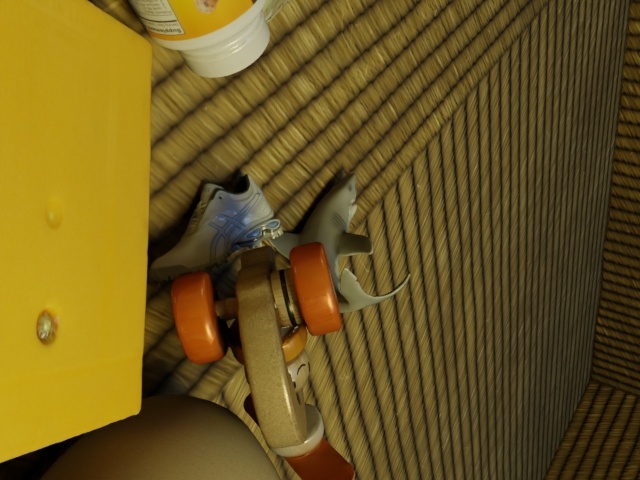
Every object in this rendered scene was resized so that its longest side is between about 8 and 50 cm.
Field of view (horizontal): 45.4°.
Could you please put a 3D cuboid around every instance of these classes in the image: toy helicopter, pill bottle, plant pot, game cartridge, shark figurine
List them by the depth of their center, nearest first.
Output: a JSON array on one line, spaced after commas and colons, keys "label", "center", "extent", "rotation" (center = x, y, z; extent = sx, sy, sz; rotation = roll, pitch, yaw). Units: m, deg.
[{"label": "game cartridge", "center": [-0.204, -0.019, 0.526], "extent": [0.285, 0.053, 0.323], "rotation": [13, 77, -75]}, {"label": "pill bottle", "center": [-0.115, -0.239, 0.622], "extent": [0.117, 0.117, 0.215], "rotation": [-58, 147, -24]}, {"label": "plant pot", "center": [-0.146, 0.260, 0.724], "extent": [0.284, 0.284, 0.190], "rotation": [72, 16, -45]}, {"label": "toy helicopter", "center": [-0.038, 0.118, 0.813], "extent": [0.355, 0.140, 0.234], "rotation": [-95, 171, -85]}, {"label": "shark figurine", "center": [-0.007, 0.024, 0.929], "extent": [0.116, 0.278, 0.166], "rotation": [30, 111, -22]}]

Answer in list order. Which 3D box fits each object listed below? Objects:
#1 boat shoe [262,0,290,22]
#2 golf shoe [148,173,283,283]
[{"label": "boat shoe", "center": [-0.062, -0.235, 0.777], "extent": [0.153, 0.056, 0.048], "rotation": [-62, 144, -32]}, {"label": "golf shoe", "center": [-0.121, -0.014, 0.806], "extent": [0.176, 0.069, 0.086], "rotation": [-33, 107, -48]}]
